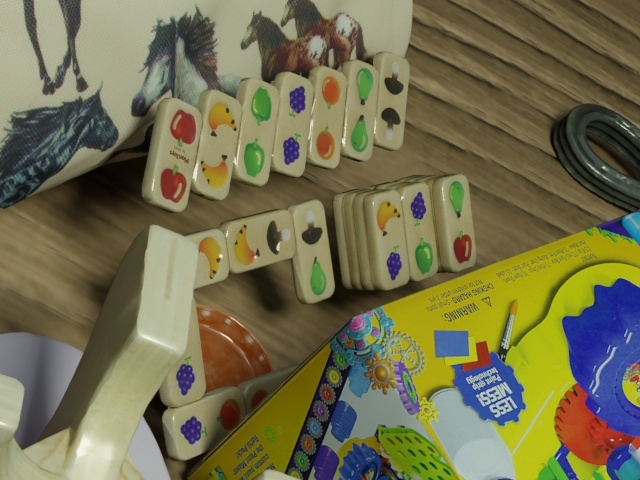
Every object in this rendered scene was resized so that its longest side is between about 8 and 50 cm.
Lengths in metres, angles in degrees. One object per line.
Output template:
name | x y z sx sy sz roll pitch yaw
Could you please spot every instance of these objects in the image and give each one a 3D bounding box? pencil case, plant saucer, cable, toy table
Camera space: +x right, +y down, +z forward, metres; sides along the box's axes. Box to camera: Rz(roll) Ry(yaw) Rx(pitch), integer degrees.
pencil case | -0.112 -0.114 1.051 0.160 0.183 0.410 30 32 30
plant saucer | -0.064 0.074 1.036 0.083 0.013 0.083 22 45 -24
cable | 0.297 -0.001 1.380 0.287 0.072 0.139 18 63 -10
toy table | -0.116 0.128 0.839 0.252 0.161 0.274 13 50 -30

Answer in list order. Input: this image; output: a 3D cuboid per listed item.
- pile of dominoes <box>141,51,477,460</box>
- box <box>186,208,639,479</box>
pile of dominoes | 0.000 0.000 1.037 0.251 0.040 0.196 -17 103 -50
box | 0.138 0.162 1.000 0.290 0.177 0.279 -19 70 -46
